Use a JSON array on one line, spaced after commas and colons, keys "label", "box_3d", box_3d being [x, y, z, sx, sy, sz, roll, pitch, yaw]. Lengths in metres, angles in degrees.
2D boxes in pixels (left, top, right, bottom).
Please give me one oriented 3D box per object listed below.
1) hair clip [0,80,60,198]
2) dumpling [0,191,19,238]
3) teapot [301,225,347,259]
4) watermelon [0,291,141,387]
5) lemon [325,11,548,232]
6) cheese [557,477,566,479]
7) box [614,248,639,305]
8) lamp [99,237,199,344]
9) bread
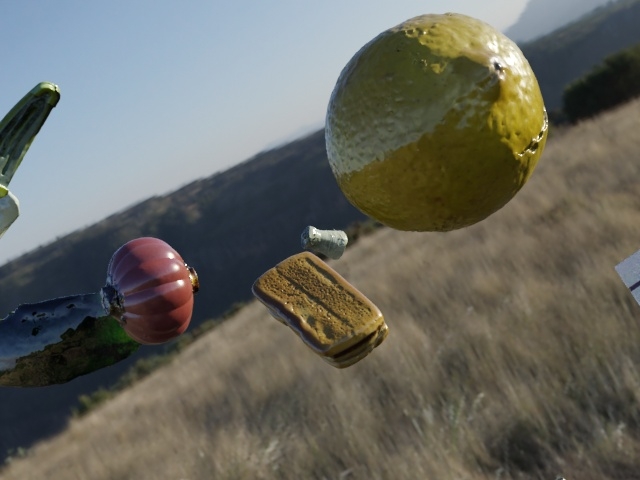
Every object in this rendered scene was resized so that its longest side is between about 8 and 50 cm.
[{"label": "hair clip", "box_3d": [-0.388, -0.120, 1.194, 0.033, 0.060, 0.188, 35, 91, 44]}, {"label": "dumpling", "box_3d": [-0.587, -0.038, 1.535, 0.229, 0.151, 0.124, -31, 9, 14]}, {"label": "teapot", "box_3d": [0.000, 0.000, 1.787, 0.083, 0.057, 0.067, 16, 0, -31]}, {"label": "watermelon", "box_3d": [-0.370, 0.137, 1.374, 0.301, 0.123, 0.129, -15, 2, 3]}, {"label": "lemon", "box_3d": [0.140, -0.142, 1.192, 0.293, 0.293, 0.293, -28, 5, 3]}, {"label": "cheese", "box_3d": [0.395, 0.469, 1.468, 0.091, 0.202, 0.175, 13, -41, -38]}, {"label": "box", "box_3d": [0.540, 0.082, 1.500, 0.040, 0.154, 0.084, 3, -37, -50]}, {"label": "lamp", "box_3d": [-0.168, 0.050, 0.941, 0.092, 0.107, 0.107, -14, -1, -24]}, {"label": "bread", "box_3d": [-0.002, 0.101, 1.392, 0.116, 0.077, 0.200, -37, 50, -17]}]
